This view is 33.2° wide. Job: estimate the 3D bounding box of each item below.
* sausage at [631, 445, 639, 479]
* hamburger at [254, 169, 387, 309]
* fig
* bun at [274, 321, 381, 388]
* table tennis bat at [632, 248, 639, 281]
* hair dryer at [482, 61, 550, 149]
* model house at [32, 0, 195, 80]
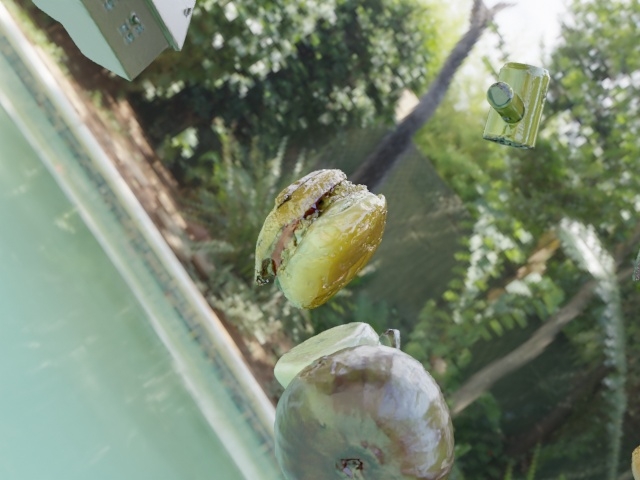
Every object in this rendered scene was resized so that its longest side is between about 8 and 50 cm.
[{"bbox_3d":[0.467,0.330,1.314,0.098,0.098,0.238,59,-3,-36],"label":"sausage"},{"bbox_3d":[0.000,0.000,1.818,0.163,0.244,0.244,32,-12,17],"label":"hamburger"},{"bbox_3d":[0.075,0.195,1.323,0.217,0.217,0.321,57,28,-12],"label":"fig"},{"bbox_3d":[0.022,0.238,2.034,0.116,0.209,0.237,65,18,-7],"label":"bun"},{"bbox_3d":[0.354,0.006,1.166,0.007,0.083,0.050,21,23,25],"label":"table tennis bat"},{"bbox_3d":[0.305,-0.226,1.710,0.090,0.135,0.278,16,4,15],"label":"hair dryer"},{"bbox_3d":[-0.201,-0.336,1.199,0.176,0.248,0.181,33,-19,36],"label":"model house"}]
